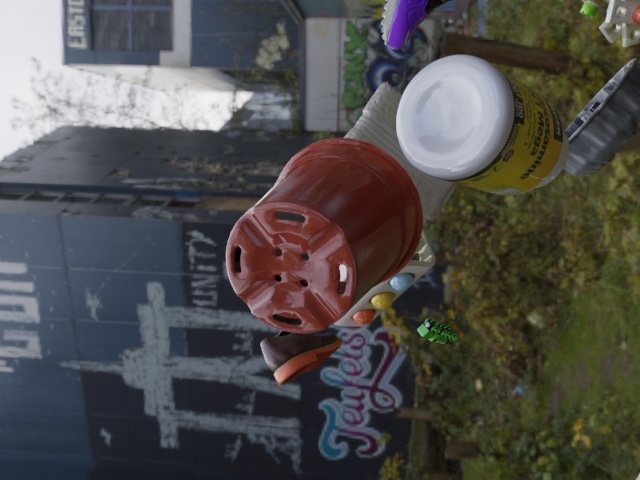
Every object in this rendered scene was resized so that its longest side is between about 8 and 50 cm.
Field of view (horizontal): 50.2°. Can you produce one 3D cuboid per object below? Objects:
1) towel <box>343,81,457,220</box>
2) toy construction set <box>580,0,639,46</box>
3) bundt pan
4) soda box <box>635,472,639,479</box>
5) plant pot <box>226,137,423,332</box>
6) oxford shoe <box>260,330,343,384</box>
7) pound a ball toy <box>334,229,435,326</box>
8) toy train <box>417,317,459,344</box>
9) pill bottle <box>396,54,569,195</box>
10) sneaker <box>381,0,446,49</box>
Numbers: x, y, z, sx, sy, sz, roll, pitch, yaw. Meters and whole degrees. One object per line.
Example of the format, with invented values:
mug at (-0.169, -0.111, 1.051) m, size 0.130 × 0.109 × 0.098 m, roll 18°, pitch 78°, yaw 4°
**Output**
towel at (0.186, -0.185, 1.469) m, size 0.187 × 0.282 × 0.049 m, roll -56°, pitch 22°, yaw -7°
toy construction set at (0.512, -0.439, 1.173) m, size 0.327 × 0.215 × 0.151 m, roll -103°, pitch 35°, yaw -53°
bundt pan at (0.734, -0.297, 1.750) m, size 0.331 × 0.124 × 0.331 m, roll -49°, pitch -6°, yaw -7°
soda box at (0.532, 0.390, 1.017) m, size 0.069 × 0.216 × 0.074 m, roll 33°, pitch 103°, yaw 46°
plant pot at (0.000, 0.000, 1.069) m, size 0.265 × 0.272 × 0.272 m, roll -45°, pitch -40°, yaw -62°
oxford shoe at (-0.033, 0.214, 1.412) m, size 0.098 × 0.097 × 0.271 m, roll 52°, pitch -164°, yaw 13°
pound a ball toy at (0.080, 0.101, 1.518) m, size 0.319 × 0.208 × 0.135 m, roll -50°, pitch 46°, yaw 43°
toy train at (0.140, 0.110, 0.810) m, size 0.083 × 0.024 × 0.017 m, roll 28°, pitch -160°, yaw -54°
pill bottle at (0.287, -0.175, 1.131) m, size 0.334 × 0.188 × 0.188 m, roll 5°, pitch -93°, yaw -52°
sneaker at (0.206, -0.425, 1.087) m, size 0.293 × 0.146 × 0.102 m, roll -65°, pitch -4°, yaw 29°
